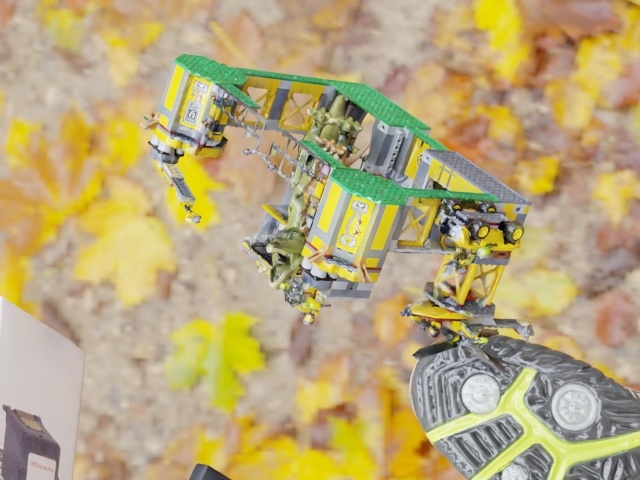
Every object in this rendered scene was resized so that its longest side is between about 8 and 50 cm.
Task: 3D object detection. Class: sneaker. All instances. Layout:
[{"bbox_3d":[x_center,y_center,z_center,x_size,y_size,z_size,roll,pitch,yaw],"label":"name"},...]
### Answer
[{"bbox_3d":[0.251,0.193,1.684,0.385,0.147,0.145,25,86,-1],"label":"sneaker"}]

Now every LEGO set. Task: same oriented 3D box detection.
[{"bbox_3d":[0.000,0.000,1.565,0.331,0.255,0.192,34,113,37],"label":"LEGO set"}]

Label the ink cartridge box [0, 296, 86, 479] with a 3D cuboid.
[{"bbox_3d":[-0.242,0.165,1.157,0.172,0.100,0.237,-10,60,25],"label":"ink cartridge box"}]

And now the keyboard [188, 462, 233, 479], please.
[{"bbox_3d":[-0.112,0.272,1.565,0.038,0.100,0.192,-17,45,59],"label":"keyboard"}]
